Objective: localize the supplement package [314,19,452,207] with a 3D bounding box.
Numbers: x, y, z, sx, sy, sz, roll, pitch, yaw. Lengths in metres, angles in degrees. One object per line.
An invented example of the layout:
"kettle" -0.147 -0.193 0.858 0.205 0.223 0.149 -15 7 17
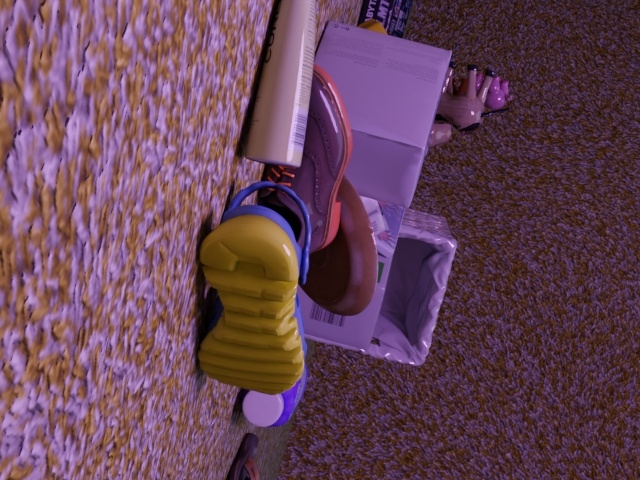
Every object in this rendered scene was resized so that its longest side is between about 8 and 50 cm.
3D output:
"supplement package" 0.072 -0.188 1.387 0.149 0.194 0.203 97 9 -56

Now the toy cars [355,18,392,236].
"toy cars" 0.078 -0.172 1.559 0.087 0.176 0.394 25 -79 66

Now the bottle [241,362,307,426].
"bottle" -0.083 0.269 1.648 0.283 0.092 0.118 1 105 -86

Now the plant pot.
"plant pot" 0.000 0.000 1.334 0.032 0.236 0.236 -17 137 -31

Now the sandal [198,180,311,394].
"sandal" -0.063 0.056 1.027 0.317 0.126 0.138 102 1 -48

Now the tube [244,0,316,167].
"tube" -0.032 -0.199 0.981 0.070 0.062 0.240 12 -88 51

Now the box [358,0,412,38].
"box" 0.159 -0.549 1.974 0.295 0.073 0.293 -40 145 -75

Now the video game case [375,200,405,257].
"video game case" 0.077 -0.079 1.866 0.023 0.201 0.183 -47 -165 39

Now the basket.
"basket" 0.132 0.083 2.252 0.266 0.328 0.331 -67 171 -75

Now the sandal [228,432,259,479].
"sandal" -0.141 0.453 1.758 0.219 0.060 0.090 -67 171 -63

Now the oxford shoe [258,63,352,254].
"oxford shoe" -0.025 -0.090 1.183 0.098 0.097 0.271 -35 134 -44

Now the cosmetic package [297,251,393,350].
"cosmetic package" 0.047 0.053 1.918 0.365 0.197 0.155 -70 174 -62

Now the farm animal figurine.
"farm animal figurine" 0.184 -0.253 1.763 0.330 0.326 0.172 -28 134 -82
